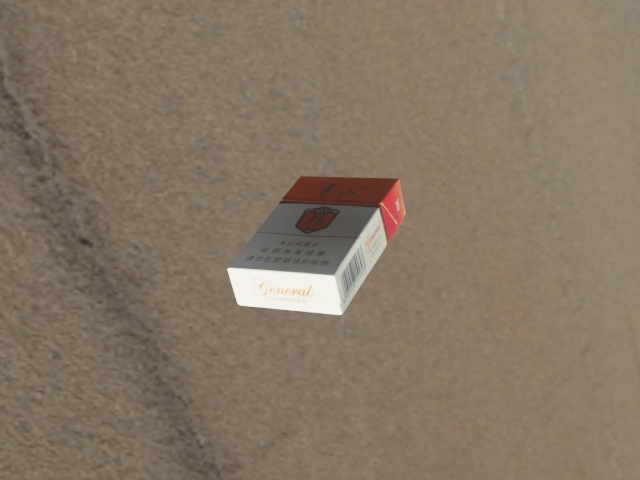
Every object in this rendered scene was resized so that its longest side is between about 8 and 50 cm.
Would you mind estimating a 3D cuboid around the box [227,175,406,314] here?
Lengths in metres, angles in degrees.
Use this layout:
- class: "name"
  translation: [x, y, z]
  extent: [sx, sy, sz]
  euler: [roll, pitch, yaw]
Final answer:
- class: "box"
  translation: [0.000, 0.000, 1.017]
  extent: [0.152, 0.100, 0.048]
  euler: [-57, 144, -45]
